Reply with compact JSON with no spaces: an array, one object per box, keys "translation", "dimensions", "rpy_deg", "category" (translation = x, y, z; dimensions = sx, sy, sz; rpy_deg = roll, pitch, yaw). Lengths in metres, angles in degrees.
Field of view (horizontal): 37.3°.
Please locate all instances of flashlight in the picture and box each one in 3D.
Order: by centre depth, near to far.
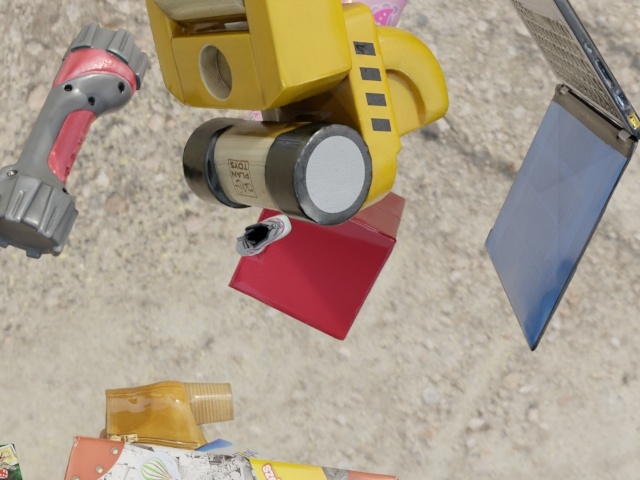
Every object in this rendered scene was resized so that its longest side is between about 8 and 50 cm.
[{"translation":[-0.292,-0.120,1.122],"dimensions":[0.103,0.304,0.103],"rpy_deg":[-4,144,21],"category":"flashlight"}]

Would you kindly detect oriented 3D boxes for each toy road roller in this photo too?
[{"translation":[-0.014,-0.182,0.930],"dimensions":[0.241,0.203,0.329],"rpy_deg":[-27,113,-34],"category":"toy road roller"}]

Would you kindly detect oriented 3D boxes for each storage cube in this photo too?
[{"translation":[0.000,0.000,1.429],"dimensions":[0.193,0.183,0.215],"rpy_deg":[26,114,-2],"category":"storage cube"}]

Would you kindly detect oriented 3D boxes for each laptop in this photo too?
[{"translation":[0.225,-0.152,1.177],"dimensions":[0.236,0.382,0.408],"rpy_deg":[-33,105,11],"category":"laptop"}]

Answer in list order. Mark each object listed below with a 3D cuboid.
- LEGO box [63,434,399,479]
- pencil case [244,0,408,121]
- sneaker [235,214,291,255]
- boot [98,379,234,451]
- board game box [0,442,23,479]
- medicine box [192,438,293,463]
[{"translation":[-0.126,0.496,1.024],"dimensions":[0.373,0.500,0.193],"rpy_deg":[8,156,-5],"category":"LEGO box"},{"translation":[0.008,-0.226,1.203],"dimensions":[0.124,0.124,0.284],"rpy_deg":[32,78,-27],"category":"pencil case"},{"translation":[-0.093,-0.003,1.261],"dimensions":[0.098,0.069,0.038],"rpy_deg":[-33,82,34],"category":"sneaker"},{"translation":[-0.237,0.360,1.473],"dimensions":[0.211,0.104,0.295],"rpy_deg":[-5,98,-12],"category":"boot"},{"translation":[-0.287,0.285,0.798],"dimensions":[0.030,0.136,0.259],"rpy_deg":[-6,150,-37],"category":"board game box"},{"translation":[-0.072,0.453,1.321],"dimensions":[0.289,0.149,0.263],"rpy_deg":[16,90,12],"category":"medicine box"}]
